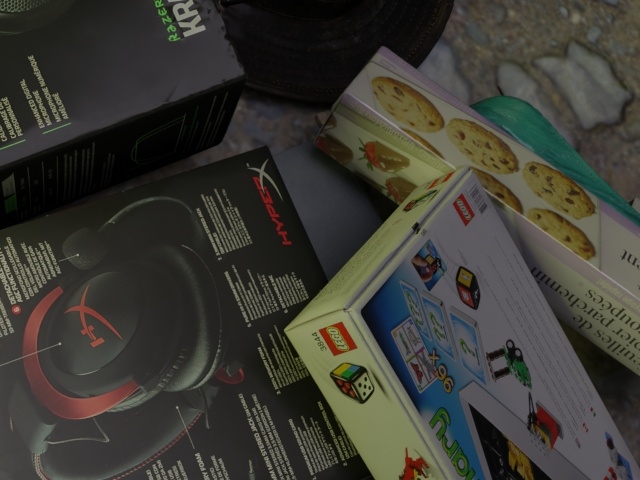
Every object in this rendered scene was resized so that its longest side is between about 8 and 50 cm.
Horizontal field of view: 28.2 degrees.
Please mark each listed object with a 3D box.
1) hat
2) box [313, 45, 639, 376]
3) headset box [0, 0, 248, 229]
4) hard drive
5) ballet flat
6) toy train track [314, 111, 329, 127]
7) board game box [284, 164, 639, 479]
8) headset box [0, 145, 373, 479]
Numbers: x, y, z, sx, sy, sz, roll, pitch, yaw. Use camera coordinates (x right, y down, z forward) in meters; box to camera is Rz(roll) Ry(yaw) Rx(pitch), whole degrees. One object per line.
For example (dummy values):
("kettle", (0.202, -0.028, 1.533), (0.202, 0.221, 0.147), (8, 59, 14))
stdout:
("hat", (-0.025, -0.265, 0.918), (0.331, 0.134, 0.331), (7, 70, -19))
("box", (0.147, -0.009, 0.877), (0.324, 0.063, 0.067), (36, 51, 2))
("headset box", (-0.227, -0.136, 0.776), (0.283, 0.131, 0.246), (-22, 81, -16))
("hard drive", (0.000, 0.000, 0.895), (0.094, 0.022, 0.135), (-24, 82, -27))
("ballet flat", (0.200, -0.020, 0.950), (0.247, 0.083, 0.087), (43, 48, -5))
("toy train track", (0.033, -0.088, 0.930), (0.083, 0.014, 0.048), (0, 55, -38))
("board game box", (0.114, 0.127, 0.795), (0.305, 0.053, 0.193), (60, 38, -11))
("headset box", (-0.130, 0.095, 0.761), (0.293, 0.110, 0.218), (-21, 81, -26))
